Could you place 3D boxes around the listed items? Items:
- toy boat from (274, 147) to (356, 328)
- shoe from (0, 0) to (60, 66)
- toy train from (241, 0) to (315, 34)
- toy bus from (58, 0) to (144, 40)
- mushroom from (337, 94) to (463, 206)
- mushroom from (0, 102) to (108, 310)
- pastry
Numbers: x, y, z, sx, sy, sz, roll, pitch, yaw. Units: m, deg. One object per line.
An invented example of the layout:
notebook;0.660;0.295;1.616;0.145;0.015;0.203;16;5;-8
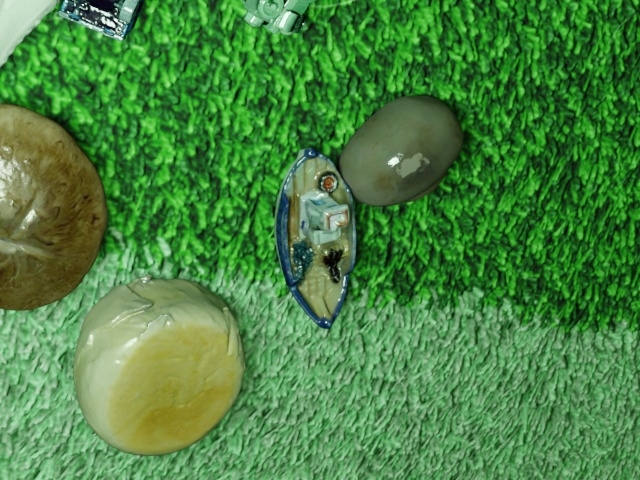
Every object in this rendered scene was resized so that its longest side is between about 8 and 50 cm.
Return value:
toy boat;0.000;0.000;2.152;0.114;0.115;0.262;-12;122;-19
shoe;-0.364;-0.271;1.836;0.110;0.095;0.265;9;111;-30
toy train;-0.029;-0.342;1.975;0.104;0.071;0.178;21;106;-44
toy bus;-0.236;-0.343;1.847;0.090;0.106;0.185;24;108;-2
mushroom;0.118;-0.114;2.157;0.188;0.117;0.141;-38;115;4
mushroom;-0.398;-0.034;1.921;0.278;0.146;0.278;-8;119;-14
pastry;-0.219;0.171;2.131;0.264;0.133;0.265;-12;122;-21
